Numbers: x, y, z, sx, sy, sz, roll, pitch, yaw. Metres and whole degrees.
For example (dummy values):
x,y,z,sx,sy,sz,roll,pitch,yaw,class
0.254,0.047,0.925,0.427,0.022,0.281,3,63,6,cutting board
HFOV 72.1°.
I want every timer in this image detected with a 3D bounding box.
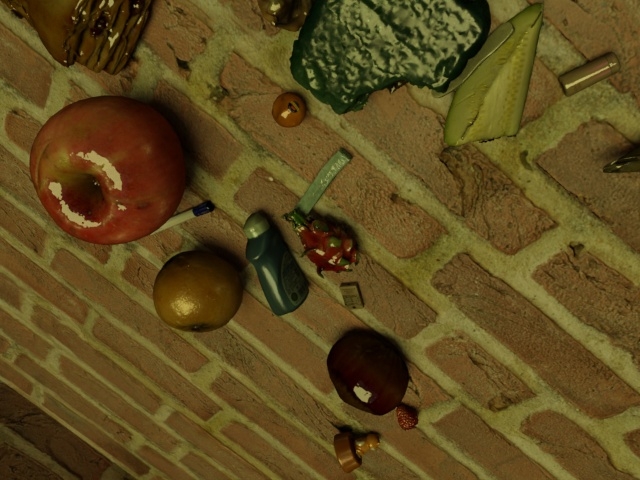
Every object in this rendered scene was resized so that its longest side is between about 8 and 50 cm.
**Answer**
x,y,z,sx,sy,sz,roll,pitch,yaw,class
0.141,0.728,1.553,0.152,0.132,0.131,-25,109,9,timer

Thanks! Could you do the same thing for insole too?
x,y,z,sx,sy,sz,roll,pitch,yaw,class
0.300,-0.356,0.880,0.010,0.063,0.192,20,136,-34,insole

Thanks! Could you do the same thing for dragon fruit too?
x,y,z,sx,sy,sz,roll,pitch,yaw,class
-0.001,0.003,1.140,0.236,0.137,0.135,34,112,-23,dragon fruit

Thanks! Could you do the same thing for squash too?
x,y,z,sx,sy,sz,roll,pitch,yaw,class
0.322,-0.325,0.860,0.170,0.093,0.251,-15,124,-22,squash

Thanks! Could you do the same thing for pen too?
x,y,z,sx,sy,sz,roll,pitch,yaw,class
-0.430,-0.064,1.335,0.269,0.033,0.033,-18,111,28,pen

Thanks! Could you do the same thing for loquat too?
x,y,z,sx,sy,sz,roll,pitch,yaw,class
-0.363,0.158,1.311,0.264,0.263,0.262,9,122,15,loquat

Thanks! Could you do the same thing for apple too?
x,y,z,sx,sy,sz,roll,pitch,yaw,class
-0.521,-0.184,1.126,0.365,0.364,0.363,9,122,15,apple

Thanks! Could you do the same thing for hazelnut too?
x,y,z,sx,sy,sz,roll,pitch,yaw,class
0.137,0.386,1.298,0.252,0.217,0.217,37,128,25,hazelnut

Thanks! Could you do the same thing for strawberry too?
x,y,z,sx,sy,sz,roll,pitch,yaw,class
0.280,0.573,1.431,0.074,0.073,0.083,-27,83,31,strawberry

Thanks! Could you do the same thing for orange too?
x,y,z,sx,sy,sz,roll,pitch,yaw,class
-0.075,-0.306,1.035,0.084,0.083,0.083,9,122,15,orange

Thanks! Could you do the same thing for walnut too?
x,y,z,sx,sy,sz,roll,pitch,yaw,class
-0.054,-0.535,0.828,0.141,0.204,0.238,50,124,5,walnut

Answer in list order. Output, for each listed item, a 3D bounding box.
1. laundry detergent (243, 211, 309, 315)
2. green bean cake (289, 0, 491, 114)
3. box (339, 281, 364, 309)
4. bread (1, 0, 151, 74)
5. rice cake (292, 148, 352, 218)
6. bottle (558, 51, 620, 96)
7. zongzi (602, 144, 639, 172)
x,y,z,sx,sy,sz,roll,pitch,yaw,class
-0.139,0.061,1.241,0.094,0.143,0.289,-15,109,35,laundry detergent
0.128,-0.385,0.856,0.300,0.169,0.307,37,129,-1,green bean cake
0.092,0.162,1.281,0.053,0.024,0.083,-8,114,24,box
-0.590,-0.566,1.017,0.325,0.167,0.277,41,124,-7,bread
-0.004,-0.135,1.132,0.045,0.042,0.245,39,125,-1,rice cake
0.510,-0.315,0.835,0.097,0.045,0.045,-23,109,29,bottle
0.680,-0.246,0.773,0.290,0.123,0.259,4,116,23,zongzi
